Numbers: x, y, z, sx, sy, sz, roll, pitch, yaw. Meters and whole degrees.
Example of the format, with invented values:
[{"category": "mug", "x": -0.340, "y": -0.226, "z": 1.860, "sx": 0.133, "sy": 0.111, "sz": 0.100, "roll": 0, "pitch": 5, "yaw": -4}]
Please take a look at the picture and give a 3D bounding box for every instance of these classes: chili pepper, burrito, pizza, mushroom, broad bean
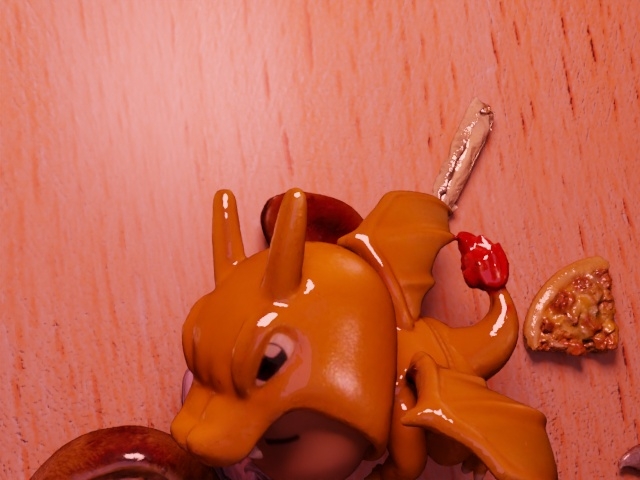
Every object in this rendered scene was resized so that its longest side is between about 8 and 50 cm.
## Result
[{"category": "chili pepper", "x": 0.480, "y": 0.298, "z": 1.096, "sx": 0.153, "sy": 0.041, "sz": 0.050, "roll": -4, "pitch": 61, "yaw": 5}, {"category": "burrito", "x": 0.192, "y": -0.114, "z": 1.105, "sx": 0.045, "sy": 0.041, "sz": 0.185, "roll": 41, "pitch": 71, "yaw": -46}, {"category": "pizza", "x": 0.360, "y": 0.100, "z": 1.099, "sx": 0.134, "sy": 0.046, "sz": 0.175, "roll": 37, "pitch": 77, "yaw": -3}, {"category": "mushroom", "x": -0.214, "y": 0.332, "z": 0.897, "sx": 0.253, "sy": 0.153, "sz": 0.253, "roll": 0, "pitch": 91, "yaw": -4}, {"category": "broad bean", "x": 0.000, "y": 0.000, "z": 1.027, "sx": 0.165, "sy": 0.084, "sz": 0.114, "roll": 21, "pitch": 99, "yaw": -13}]

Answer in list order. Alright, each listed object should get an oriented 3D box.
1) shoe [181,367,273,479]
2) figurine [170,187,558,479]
[{"category": "shoe", "x": -0.084, "y": 0.247, "z": 0.947, "sx": 0.095, "sy": 0.137, "sz": 0.245, "roll": -31, "pitch": 89, "yaw": -17}, {"category": "figurine", "x": 0.047, "y": 0.107, "z": 0.888, "sx": 0.387, "sy": 0.268, "sz": 0.400, "roll": 20, "pitch": 49, "yaw": -33}]
